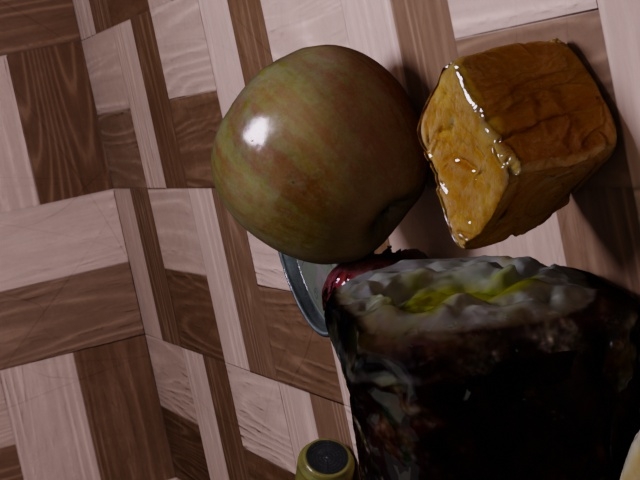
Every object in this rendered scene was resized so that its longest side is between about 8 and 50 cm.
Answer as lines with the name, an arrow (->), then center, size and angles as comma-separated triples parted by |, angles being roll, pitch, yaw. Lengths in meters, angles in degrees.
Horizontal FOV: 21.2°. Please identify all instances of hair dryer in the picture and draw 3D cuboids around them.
hair dryer -> 0.050, 0.431, 2.544 | 0.278, 0.090, 0.135 | 54, 150, 36

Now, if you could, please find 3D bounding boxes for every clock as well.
clock -> 0.000, 0.000, 2.403 | 0.280, 0.055, 0.280 | 166, 90, -73

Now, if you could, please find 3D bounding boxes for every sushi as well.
sushi -> 0.166, 0.171, 1.660 | 0.281, 0.300, 0.294 | -62, -33, -75

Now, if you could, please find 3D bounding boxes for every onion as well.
onion -> 0.095, 0.076, 2.066 | 0.184, 0.147, 0.184 | 28, 163, 10

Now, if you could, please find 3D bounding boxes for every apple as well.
apple -> 0.007, -0.098, 2.022 | 0.234, 0.257, 0.257 | 39, 149, 16

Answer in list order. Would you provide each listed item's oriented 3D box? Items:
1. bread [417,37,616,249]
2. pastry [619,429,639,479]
bread -> 0.185, -0.095, 1.630 | 0.158, 0.149, 0.143 | 111, 138, -61
pastry -> 0.351, 0.240, 1.390 | 0.265, 0.133, 0.264 | 166, 90, -71
